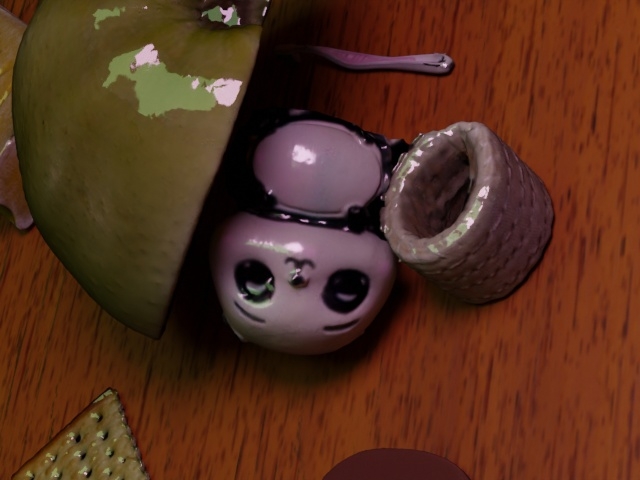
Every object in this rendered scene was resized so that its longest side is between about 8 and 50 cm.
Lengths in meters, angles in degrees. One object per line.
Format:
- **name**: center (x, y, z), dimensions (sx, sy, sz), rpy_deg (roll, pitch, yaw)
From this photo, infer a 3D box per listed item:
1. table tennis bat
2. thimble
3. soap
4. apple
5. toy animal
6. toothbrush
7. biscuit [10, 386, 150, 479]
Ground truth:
- **table tennis bat**: center (0.014, 0.216, 1.325), dimensions (0.246, 0.022, 0.138), rpy_deg (-1, 63, 39)
- **thimble**: center (0.107, -0.020, 1.338), dimensions (0.102, 0.090, 0.115), rpy_deg (-13, 57, 36)
- **soap**: center (-0.330, -0.139, 1.811), dimensions (0.173, 0.089, 0.274), rpy_deg (-54, 43, -1)
- **apple**: center (-0.102, -0.125, 1.443), dimensions (0.311, 0.360, 0.320), rpy_deg (-26, 76, -18)
- **toy animal**: center (0.000, 0.000, 1.386), dimensions (0.166, 0.138, 0.179), rpy_deg (11, 77, 5)
- **toothbrush**: center (0.033, -0.156, 1.544), dimensions (0.204, 0.022, 0.017), rpy_deg (9, 54, 44)
- **biscuit**: center (-0.188, 0.240, 1.489), dimensions (0.139, 0.016, 0.231), rpy_deg (-42, 43, 13)
